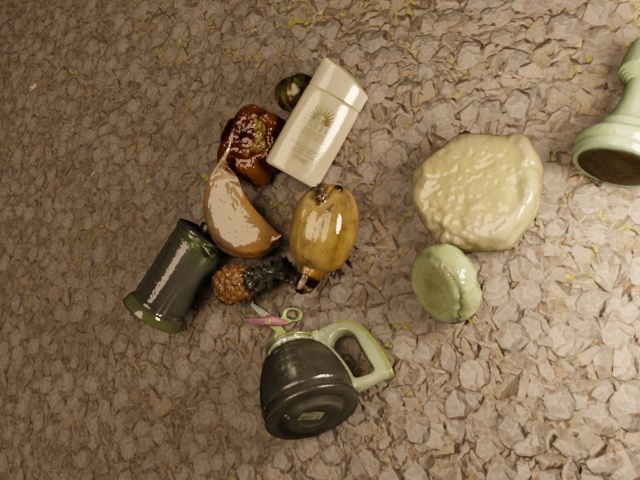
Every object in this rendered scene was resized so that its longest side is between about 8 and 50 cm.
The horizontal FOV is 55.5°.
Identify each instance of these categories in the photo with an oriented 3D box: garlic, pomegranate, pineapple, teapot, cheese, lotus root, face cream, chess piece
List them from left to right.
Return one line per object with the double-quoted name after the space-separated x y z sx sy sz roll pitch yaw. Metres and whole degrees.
-0.439 0.085 1.889 0.336 0.200 0.270 -56 31 4 "teapot"
-0.246 -0.097 1.798 0.196 0.151 0.338 -33 81 25 "garlic"
-0.190 0.109 1.757 0.248 0.128 0.128 -17 68 25 "pineapple"
-0.071 -0.423 1.834 0.138 0.125 0.163 -1 76 20 "pomegranate"
-0.019 0.324 1.532 0.322 0.240 0.239 -41 46 21 "teapot"
-0.001 -0.338 1.767 0.174 0.081 0.348 30 93 -5 "face cream"
0.000 0.000 1.647 0.183 0.183 0.309 11 85 33 "lotus root"
0.384 -0.124 1.482 0.326 0.115 0.318 -45 58 11 "cheese"
0.682 -0.283 1.316 0.195 0.194 0.298 16 76 33 "chess piece"

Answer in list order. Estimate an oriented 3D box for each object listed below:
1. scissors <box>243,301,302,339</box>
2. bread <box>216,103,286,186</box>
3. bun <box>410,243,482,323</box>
-0.143 0.231 1.755 0.187 0.020 0.133 17 82 32 "scissors"
-0.199 -0.296 1.871 0.232 0.135 0.246 18 84 20 "bread"
0.307 0.098 1.445 0.195 0.118 0.195 39 141 41 "bun"
